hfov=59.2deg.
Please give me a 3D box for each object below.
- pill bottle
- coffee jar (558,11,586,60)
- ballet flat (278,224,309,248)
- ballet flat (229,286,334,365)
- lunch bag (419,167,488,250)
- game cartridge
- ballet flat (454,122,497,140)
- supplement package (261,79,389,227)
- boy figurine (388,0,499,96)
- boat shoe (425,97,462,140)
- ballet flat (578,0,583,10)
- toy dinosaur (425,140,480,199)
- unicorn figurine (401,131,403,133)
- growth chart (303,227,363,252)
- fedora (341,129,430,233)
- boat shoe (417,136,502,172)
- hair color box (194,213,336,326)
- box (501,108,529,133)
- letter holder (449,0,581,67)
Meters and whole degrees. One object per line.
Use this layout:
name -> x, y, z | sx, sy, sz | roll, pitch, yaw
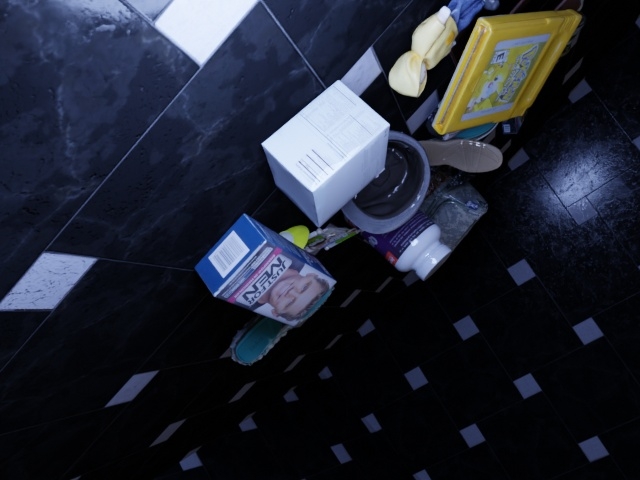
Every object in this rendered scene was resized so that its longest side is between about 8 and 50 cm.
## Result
pill bottle -> 0.235, -0.032, 1.710 | 0.181, 0.323, 0.181 | -41, 162, -16
coffee jar -> 0.826, -0.704, 1.927 | 0.079, 0.096, 0.184 | -39, 163, -11
ballet flat -> -0.124, 0.039, 1.467 | 0.231, 0.077, 0.077 | -43, 150, -2
ballet flat -> -0.140, 0.237, 1.854 | 0.409, 0.147, 0.147 | -40, 163, -8
lunch bag -> 0.504, -0.114, 2.280 | 0.213, 0.256, 0.305 | -30, 157, -43
game cartridge -> 0.441, -0.397, 1.335 | 0.324, 0.052, 0.285 | -17, 145, -29
ballet flat -> 0.536, -0.430, 1.861 | 0.400, 0.139, 0.139 | -42, 163, -15
supplement package -> 0.015, -0.171, 1.153 | 0.203, 0.149, 0.194 | -42, 163, -11
boy figurine -> 0.259, -0.437, 1.213 | 0.285, 0.092, 0.177 | -50, 166, 3
boat shoe -> 0.472, -0.427, 1.675 | 0.340, 0.127, 0.158 | -36, 168, -26
ballet flat -> 0.790, -0.736, 1.803 | 0.232, 0.073, 0.080 | -50, 163, 15
toy dinosaur -> 0.488, -0.278, 2.068 | 0.218, 0.164, 0.321 | -47, 153, -66
unicorn figurine -> 0.252, -0.241, 1.679 | 0.111, 0.060, 0.161 | -94, -170, -77
growth chart -> 0.000, 0.000, 1.623 | 0.172, 0.021, 0.237 | -31, 164, 33
fedora -> 0.153, -0.157, 1.483 | 0.275, 0.244, 0.124 | -53, -167, -3
boat shoe -> 0.415, -0.272, 1.728 | 0.092, 0.285, 0.102 | -46, 135, -53
hair color box -> -0.119, 0.084, 1.360 | 0.174, 0.105, 0.347 | -46, 147, 7
box -> 0.584, -0.466, 1.713 | 0.159, 0.044, 0.233 | -52, 134, -39
letter holder -> 0.474, -0.538, 1.387 | 0.302, 0.152, 0.214 | -49, 161, 14
